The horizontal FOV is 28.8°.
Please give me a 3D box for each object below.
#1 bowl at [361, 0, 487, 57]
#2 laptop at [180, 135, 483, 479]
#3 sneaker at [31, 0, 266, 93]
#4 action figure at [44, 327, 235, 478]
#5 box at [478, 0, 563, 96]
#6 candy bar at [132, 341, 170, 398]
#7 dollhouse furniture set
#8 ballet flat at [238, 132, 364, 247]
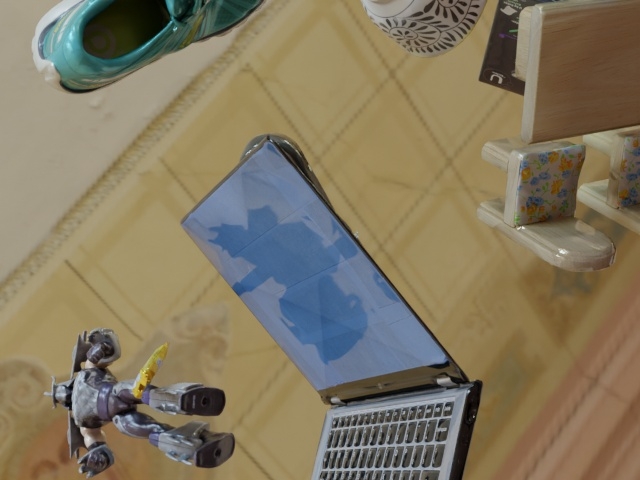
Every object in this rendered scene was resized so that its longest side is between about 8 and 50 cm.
[{"bbox_3d":[0.086,-0.272,1.251,0.080,0.170,0.170,1,-82,-38],"label":"bowl"},{"bbox_3d":[-0.038,0.170,1.173,0.236,0.382,0.408,18,-105,-14],"label":"laptop"},{"bbox_3d":[-0.122,-0.212,1.090,0.275,0.110,0.107,-39,-74,-19],"label":"sneaker"},{"bbox_3d":[-0.240,0.201,1.523,0.099,0.285,0.185,-15,-74,-52],"label":"action figure"},{"bbox_3d":[0.335,-0.341,1.832,0.270,0.143,0.165,91,-160,-69],"label":"box"},{"bbox_3d":[-0.201,0.153,1.483,0.018,0.161,0.040,28,-84,-3],"label":"candy bar"},{"bbox_3d":[0.227,-0.098,0.683,0.242,0.161,0.212,-11,-63,-25],"label":"dollhouse furniture set"},{"bbox_3d":[0.000,0.000,1.376,0.095,0.096,0.280,-20,-70,12],"label":"ballet flat"}]
